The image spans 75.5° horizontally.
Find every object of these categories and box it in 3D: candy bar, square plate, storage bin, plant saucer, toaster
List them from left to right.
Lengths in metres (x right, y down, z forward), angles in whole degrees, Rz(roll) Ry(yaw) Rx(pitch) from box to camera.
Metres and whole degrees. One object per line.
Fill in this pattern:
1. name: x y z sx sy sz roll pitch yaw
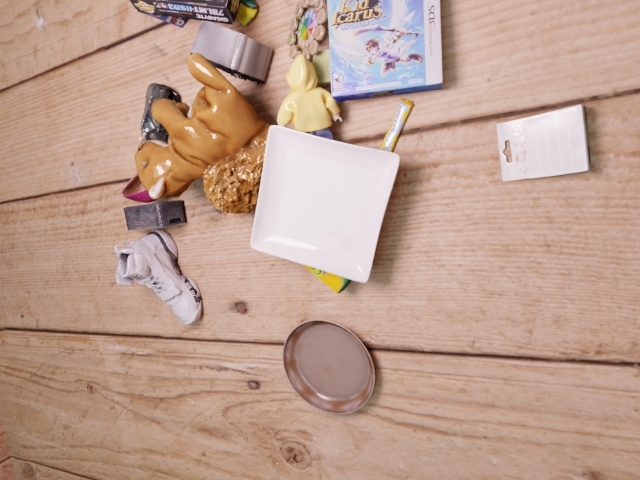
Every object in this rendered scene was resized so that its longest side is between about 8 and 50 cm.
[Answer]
1. storage bin: -0.574 -0.089 1.436 0.181 0.122 0.084 -2 100 26
2. toaster: -0.240 -0.521 1.164 0.186 0.168 0.110 28 110 19
3. square plate: 0.001 -0.095 1.088 0.345 0.049 0.346 17 108 13
4. plant saucer: 0.026 0.387 1.289 0.311 0.050 0.309 5 102 24
5. candy bar: 0.196 -0.294 1.088 0.040 0.018 0.161 30 112 17

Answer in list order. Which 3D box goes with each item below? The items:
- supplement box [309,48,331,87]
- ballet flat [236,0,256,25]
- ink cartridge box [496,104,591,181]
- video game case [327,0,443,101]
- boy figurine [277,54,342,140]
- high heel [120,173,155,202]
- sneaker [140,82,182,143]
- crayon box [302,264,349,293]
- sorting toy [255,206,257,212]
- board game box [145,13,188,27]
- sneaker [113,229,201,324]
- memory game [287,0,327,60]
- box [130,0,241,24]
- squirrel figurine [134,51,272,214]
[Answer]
1. supplement box: 0.018 -0.464 1.116 0.083 0.056 0.083 0 100 25
2. ballet flat: -0.279 -0.714 1.201 0.231 0.077 0.077 46 132 8
3. ink cartridge box: 0.511 -0.218 0.953 0.180 0.045 0.145 -3 100 44
4. video game case: 0.156 -0.483 1.008 0.270 0.061 0.243 -2 93 15
5. boy figurine: -0.037 -0.336 1.096 0.178 0.092 0.284 -18 110 -4
6. high heel: -0.475 -0.251 1.322 0.127 0.181 0.377 49 116 10
7. sneaker: -0.518 -0.396 1.366 0.131 0.087 0.227 19 103 28
8. crayon box: 0.000 0.000 1.204 0.279 0.081 0.165 38 113 14
9. sorting toy: -0.146 -0.069 1.203 0.101 0.042 0.061 55 138 16
10. board game box: -0.528 -0.774 1.252 0.042 0.165 0.243 -36 84 27
11. sneaker: -0.567 0.147 1.430 0.138 0.210 0.365 -25 89 28
12. memory game: -0.040 -0.562 1.098 0.186 0.012 0.185 0 90 54
13. box: -0.339 -0.748 1.120 0.294 0.073 0.295 12 80 11
14. squirrel figurine: -0.313 -0.231 1.166 0.397 0.281 0.370 43 92 -10
